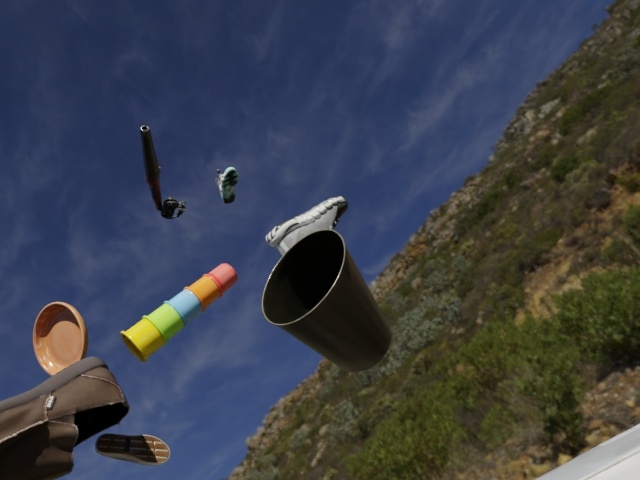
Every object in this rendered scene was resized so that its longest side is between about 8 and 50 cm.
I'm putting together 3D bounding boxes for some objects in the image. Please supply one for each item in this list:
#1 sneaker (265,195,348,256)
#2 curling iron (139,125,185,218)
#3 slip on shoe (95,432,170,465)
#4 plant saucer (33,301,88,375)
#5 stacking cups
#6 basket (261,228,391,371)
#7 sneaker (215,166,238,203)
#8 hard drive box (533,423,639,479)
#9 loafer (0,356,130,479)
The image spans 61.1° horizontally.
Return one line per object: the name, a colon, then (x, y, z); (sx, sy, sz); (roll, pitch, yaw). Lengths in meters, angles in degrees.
sneaker: (0.000, 0.000, 1.141); (0.229, 0.132, 0.086); (-30, -7, -39)
curling iron: (-0.326, -0.133, 1.102); (0.068, 0.035, 0.274); (-2, -35, -3)
slip on shoe: (-0.351, 0.392, 1.015); (0.135, 0.051, 0.041); (13, -37, -18)
plant saucer: (-0.685, 0.262, 1.445); (0.200, 0.200, 0.037); (-45, -19, 19)
stacking cups: (-0.336, 0.173, 1.359); (0.316, 0.096, 0.096); (-37, -28, -32)
basket: (0.026, 0.128, 0.990); (0.154, 0.204, 0.227); (-3, -40, 38)
sneaker: (-0.205, -0.133, 1.154); (0.038, 0.069, 0.098); (-12, -36, -28)
hard drive box: (0.309, 0.276, 0.436); (0.181, 0.232, 0.089); (-22, -20, -8)
loafer: (-0.430, 0.304, 0.820); (0.366, 0.130, 0.134); (-39, -25, -58)
